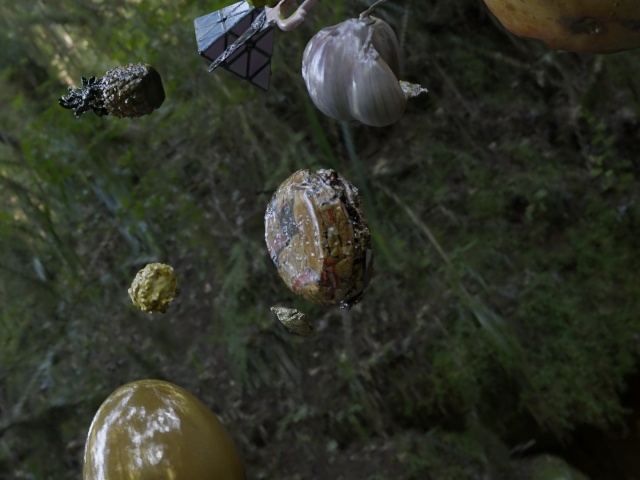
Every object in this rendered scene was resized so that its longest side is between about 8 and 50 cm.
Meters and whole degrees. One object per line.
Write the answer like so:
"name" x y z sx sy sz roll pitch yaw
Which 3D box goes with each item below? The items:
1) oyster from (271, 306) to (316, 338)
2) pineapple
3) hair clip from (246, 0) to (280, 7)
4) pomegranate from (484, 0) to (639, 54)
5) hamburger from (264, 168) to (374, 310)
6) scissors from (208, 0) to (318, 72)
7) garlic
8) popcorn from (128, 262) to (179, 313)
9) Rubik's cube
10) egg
"oyster" -0.039 0.137 1.867 0.038 0.080 0.083 -56 -22 13
"pineapple" -0.393 -0.271 1.965 0.197 0.108 0.108 -8 0 17
"hair clip" -0.027 -0.310 1.101 0.173 0.046 0.072 -51 -42 -19
"pomegranate" 0.305 -0.346 1.178 0.281 0.281 0.281 -33 -8 -5
"hamburger" 0.000 0.000 1.580 0.106 0.231 0.231 -6 -20 -24
"scissors" -0.091 -0.388 1.823 0.317 0.160 0.024 -36 -47 28
"garlic" 0.102 -0.296 1.718 0.257 0.207 0.207 -46 -11 13
"popcorn" -0.257 0.075 1.649 0.083 0.082 0.057 16 -14 -42
"Rubik's cube" -0.174 -0.407 2.046 0.190 0.211 0.178 -53 -6 32
"egg" -0.247 0.374 1.661 0.250 0.323 0.250 -21 -14 -5
